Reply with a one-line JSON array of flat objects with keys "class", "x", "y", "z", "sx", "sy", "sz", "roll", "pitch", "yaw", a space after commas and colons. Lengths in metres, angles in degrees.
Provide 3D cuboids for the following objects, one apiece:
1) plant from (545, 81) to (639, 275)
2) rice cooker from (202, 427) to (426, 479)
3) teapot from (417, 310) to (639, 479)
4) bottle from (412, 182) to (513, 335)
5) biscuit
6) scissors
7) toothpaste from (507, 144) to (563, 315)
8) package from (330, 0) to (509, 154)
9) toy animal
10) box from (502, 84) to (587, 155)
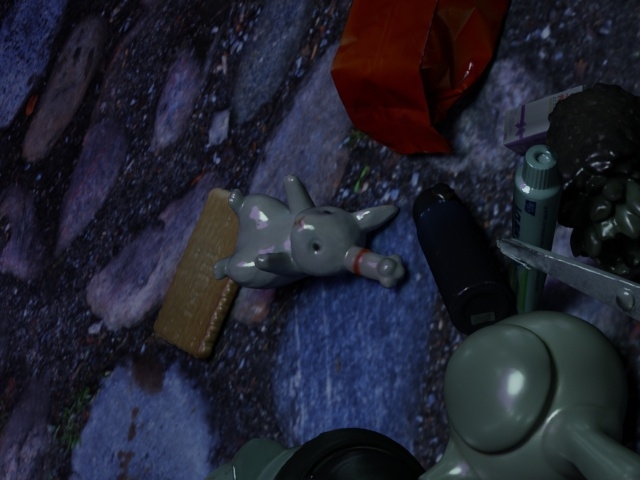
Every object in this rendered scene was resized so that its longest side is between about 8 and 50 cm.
[{"class": "plant", "x": 0.300, "y": -0.063, "z": 1.415, "sx": 0.129, "sy": 0.132, "sz": 0.194, "roll": -32, "pitch": 44, "yaw": 39}, {"class": "rice cooker", "x": -0.006, "y": 0.344, "z": 1.461, "sx": 0.317, "sy": 0.316, "sz": 0.264, "roll": -13, "pitch": 21, "yaw": 47}, {"class": "teapot", "x": 0.242, "y": 0.169, "z": 1.343, "sx": 0.318, "sy": 0.149, "sz": 0.220, "roll": -8, "pitch": 67, "yaw": 50}, {"class": "bottle", "x": 0.159, "y": 0.015, "z": 1.555, "sx": 0.244, "sy": 0.072, "sz": 0.082, "roll": -107, "pitch": 17, "yaw": -61}, {"class": "biscuit", "x": -0.163, "y": 0.047, "z": 2.010, "sx": 0.160, "sy": 0.030, "sz": 0.249, "roll": 19, "pitch": 86, "yaw": 53}, {"class": "scissors", "x": 0.317, "y": 0.068, "z": 1.268, "sx": 0.360, "sy": 0.029, "sz": 0.191, "roll": 25, "pitch": 119, "yaw": 30}, {"class": "toothpaste", "x": 0.219, "y": 0.005, "z": 1.403, "sx": 0.048, "sy": 0.297, "sz": 0.074, "roll": -11, "pitch": 55, "yaw": -5}, {"class": "package", "x": 0.148, "y": -0.323, "z": 1.754, "sx": 0.196, "sy": 0.123, "sz": 0.423, "roll": 5, "pitch": 73, "yaw": 54}, {"class": "toy animal", "x": -0.015, "y": -0.005, "z": 1.766, "sx": 0.282, "sy": 0.138, "sz": 0.140, "roll": -8, "pitch": 61, "yaw": 48}, {"class": "box", "x": 0.270, "y": -0.140, "z": 1.574, "sx": 0.117, "sy": 0.036, "sz": 0.050, "roll": -14, "pitch": 60, "yaw": 46}]
